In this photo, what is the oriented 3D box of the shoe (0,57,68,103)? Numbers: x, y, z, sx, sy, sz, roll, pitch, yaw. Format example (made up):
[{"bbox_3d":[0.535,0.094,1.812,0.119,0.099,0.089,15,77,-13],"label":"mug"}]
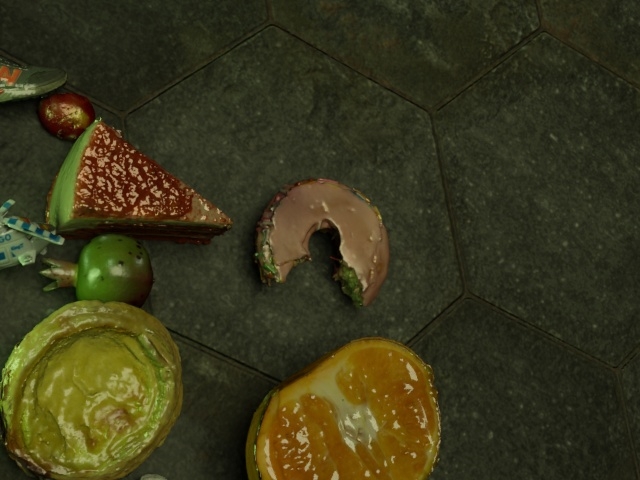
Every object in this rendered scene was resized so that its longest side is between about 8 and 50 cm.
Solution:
[{"bbox_3d":[-0.468,-0.241,1.747,0.194,0.074,0.077,-16,105,-25],"label":"shoe"}]

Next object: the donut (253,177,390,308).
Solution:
[{"bbox_3d":[0.000,0.000,1.907,0.233,0.085,0.199,17,70,-20],"label":"donut"}]

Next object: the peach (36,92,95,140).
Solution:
[{"bbox_3d":[-0.384,-0.195,1.801,0.083,0.050,0.077,38,62,-7],"label":"peach"}]

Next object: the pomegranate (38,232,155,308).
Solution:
[{"bbox_3d":[-0.320,0.060,1.719,0.159,0.129,0.129,-23,86,-10],"label":"pomegranate"}]

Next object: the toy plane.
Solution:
[{"bbox_3d":[-0.501,0.026,1.637,0.273,0.107,0.182,-33,54,-26],"label":"toy plane"}]

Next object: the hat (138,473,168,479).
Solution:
[{"bbox_3d":[-0.282,0.383,1.676,0.162,0.093,0.112,-25,97,-47],"label":"hat"}]

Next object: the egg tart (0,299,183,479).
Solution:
[{"bbox_3d":[-0.326,0.214,1.670,0.279,0.095,0.279,-3,97,-28],"label":"egg tart"}]

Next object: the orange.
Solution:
[{"bbox_3d":[0.027,0.296,1.747,0.274,0.274,0.310,50,27,-5],"label":"orange"}]

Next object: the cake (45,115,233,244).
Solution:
[{"bbox_3d":[-0.276,-0.034,1.744,0.262,0.158,0.159,37,66,-13],"label":"cake"}]
